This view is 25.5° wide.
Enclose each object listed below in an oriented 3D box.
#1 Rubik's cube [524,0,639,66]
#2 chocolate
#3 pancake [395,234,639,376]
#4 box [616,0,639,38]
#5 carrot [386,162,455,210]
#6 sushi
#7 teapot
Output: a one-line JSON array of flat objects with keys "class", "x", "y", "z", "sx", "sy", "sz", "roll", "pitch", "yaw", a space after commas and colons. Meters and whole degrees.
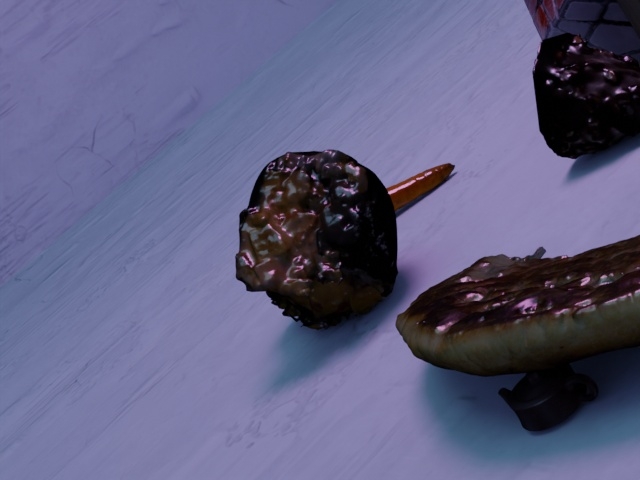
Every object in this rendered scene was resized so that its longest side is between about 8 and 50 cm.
[{"class": "Rubik's cube", "x": 0.402, "y": -0.367, "z": 1.817, "sx": 0.319, "sy": 0.319, "sz": 0.264, "roll": -30, "pitch": -10, "yaw": 17}, {"class": "chocolate", "x": 0.344, "y": -0.174, "z": 1.673, "sx": 0.133, "sy": 0.156, "sz": 0.156, "roll": -1, "pitch": 35, "yaw": 34}, {"class": "pancake", "x": 0.221, "y": 0.054, "z": 1.339, "sx": 0.305, "sy": 0.066, "sz": 0.427, "roll": -25, "pitch": 6, "yaw": -39}, {"class": "box", "x": 0.435, "y": -0.285, "z": 1.591, "sx": 0.149, "sy": 0.231, "sz": 0.155, "roll": -37, "pitch": 18, "yaw": -4}, {"class": "carrot", "x": 0.074, "y": -0.039, "z": 1.961, "sx": 0.257, "sy": 0.061, "sz": 0.061, "roll": -24, "pitch": 18, "yaw": 6}, {"class": "sushi", "x": -0.003, "y": 0.006, "z": 1.740, "sx": 0.213, "sy": 0.204, "sz": 0.200, "roll": 16, "pitch": 76, "yaw": 31}, {"class": "teapot", "x": 0.199, "y": 0.132, "z": 1.243, "sx": 0.100, "sy": 0.045, "sz": 0.068, "roll": -20, "pitch": 25, "yaw": 45}]
